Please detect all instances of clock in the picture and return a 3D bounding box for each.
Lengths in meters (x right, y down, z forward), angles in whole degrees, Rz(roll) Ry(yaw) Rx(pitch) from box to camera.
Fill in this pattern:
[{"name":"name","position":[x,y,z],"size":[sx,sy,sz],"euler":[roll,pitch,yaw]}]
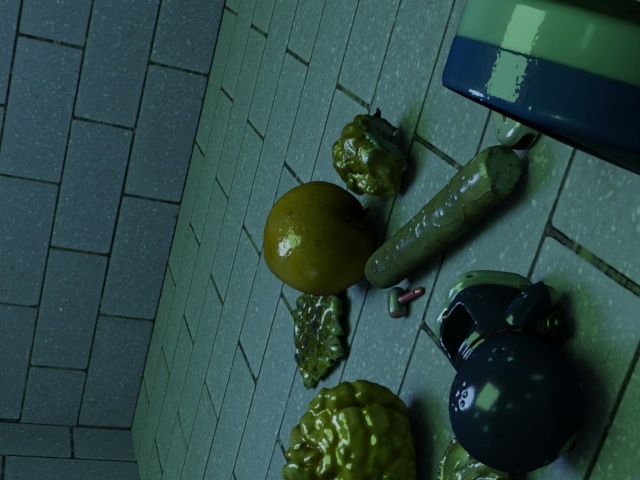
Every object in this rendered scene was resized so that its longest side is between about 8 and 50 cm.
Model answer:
[{"name":"clock","position":[0.214,0.157,1.003],"size":[0.243,0.146,0.200],"euler":[-99,30,-55]}]

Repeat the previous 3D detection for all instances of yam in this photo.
[{"name":"yam","position":[0.172,-0.023,1.267],"size":[0.371,0.083,0.083],"euler":[133,141,-57]}]

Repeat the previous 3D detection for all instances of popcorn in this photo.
[{"name":"popcorn","position":[0.042,0.329,1.296],"size":[0.200,0.203,0.226],"euler":[-95,5,-57]}]

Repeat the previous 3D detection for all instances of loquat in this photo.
[{"name":"loquat","position":[0.000,0.000,1.542],"size":[0.208,0.208,0.208],"euler":[-171,90,-69]}]

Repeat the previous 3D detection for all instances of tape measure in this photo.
[{"name":"tape measure","position":[0.259,-0.170,0.871],"size":[0.138,0.262,0.259],"euler":[-66,24,10]}]

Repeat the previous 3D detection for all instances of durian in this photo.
[{"name":"durian","position":[0.198,0.305,1.075],"size":[0.140,0.071,0.110],"euler":[-52,38,29]}]

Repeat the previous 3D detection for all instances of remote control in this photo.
[{"name":"remote control","position":[0.257,-0.225,1.172],"size":[0.078,0.042,0.222],"euler":[134,140,-56]}]

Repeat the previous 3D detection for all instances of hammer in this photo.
[{"name":"hammer","position":[0.139,0.092,1.384],"size":[0.083,0.031,0.053],"euler":[-33,53,50]}]

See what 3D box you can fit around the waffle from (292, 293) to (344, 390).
[{"name":"waffle","position":[-0.009,0.167,1.699],"size":[0.223,0.054,0.204],"euler":[127,146,-53]}]

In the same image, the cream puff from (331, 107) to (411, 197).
[{"name":"cream puff","position":[0.082,-0.137,1.487],"size":[0.156,0.121,0.156],"euler":[-177,90,-67]}]
